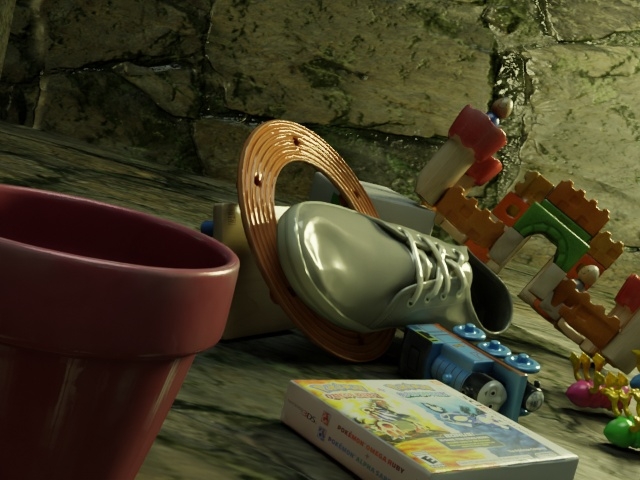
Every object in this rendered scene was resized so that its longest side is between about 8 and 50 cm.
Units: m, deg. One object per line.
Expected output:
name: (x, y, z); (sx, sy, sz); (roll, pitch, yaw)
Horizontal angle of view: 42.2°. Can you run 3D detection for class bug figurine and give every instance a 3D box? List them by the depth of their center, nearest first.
bug figurine: (0.427, 0.214, 1.027); (0.216, 0.072, 0.279); (7, 13, -8)

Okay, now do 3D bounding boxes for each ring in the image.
ring: (0.000, 0.000, 1.079); (0.032, 0.336, 0.337); (-24, -14, 30)

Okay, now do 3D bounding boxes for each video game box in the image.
video game box: (0.099, 0.180, 0.753); (0.205, 0.048, 0.187); (8, 7, -41)

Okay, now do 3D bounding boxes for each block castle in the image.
block castle: (0.375, -0.010, 1.329); (0.453, 0.213, 0.303); (42, 2, 12)

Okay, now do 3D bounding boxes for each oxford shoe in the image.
oxford shoe: (0.112, 0.044, 1.068); (0.130, 0.169, 0.449); (-22, -30, 34)

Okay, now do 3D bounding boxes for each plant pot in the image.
plant pot: (-0.169, 0.073, 0.513); (0.202, 0.180, 0.201); (15, 7, -2)

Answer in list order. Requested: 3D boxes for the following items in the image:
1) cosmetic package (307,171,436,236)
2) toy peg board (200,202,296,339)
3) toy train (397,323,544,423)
cosmetic package: (0.062, 0.002, 1.418); (0.155, 0.196, 0.365); (12, 6, -10)
toy peg board: (-0.105, 0.036, 1.048); (0.079, 0.160, 0.161); (-1, 0, 31)
toy train: (0.176, 0.155, 0.979); (0.105, 0.080, 0.184); (0, 16, -30)
